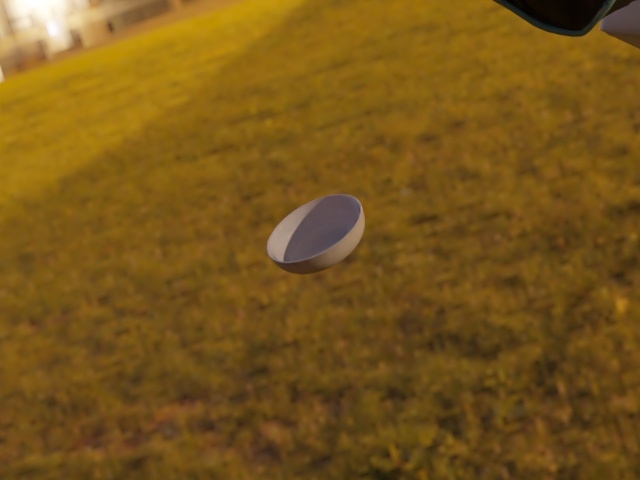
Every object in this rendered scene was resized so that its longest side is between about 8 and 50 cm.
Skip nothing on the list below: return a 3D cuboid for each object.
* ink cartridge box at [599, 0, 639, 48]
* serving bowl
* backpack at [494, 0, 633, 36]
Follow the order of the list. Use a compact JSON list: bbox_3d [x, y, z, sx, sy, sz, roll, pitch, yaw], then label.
[{"bbox_3d":[0.235,-0.183,0.828,0.154,0.212,0.093,11,0,41],"label":"ink cartridge box"},{"bbox_3d":[0.000,0.000,1.393,0.083,0.027,0.083,-21,31,13],"label":"serving bowl"},{"bbox_3d":[0.062,-0.183,0.627,0.188,0.166,0.144,24,33,18],"label":"backpack"}]
